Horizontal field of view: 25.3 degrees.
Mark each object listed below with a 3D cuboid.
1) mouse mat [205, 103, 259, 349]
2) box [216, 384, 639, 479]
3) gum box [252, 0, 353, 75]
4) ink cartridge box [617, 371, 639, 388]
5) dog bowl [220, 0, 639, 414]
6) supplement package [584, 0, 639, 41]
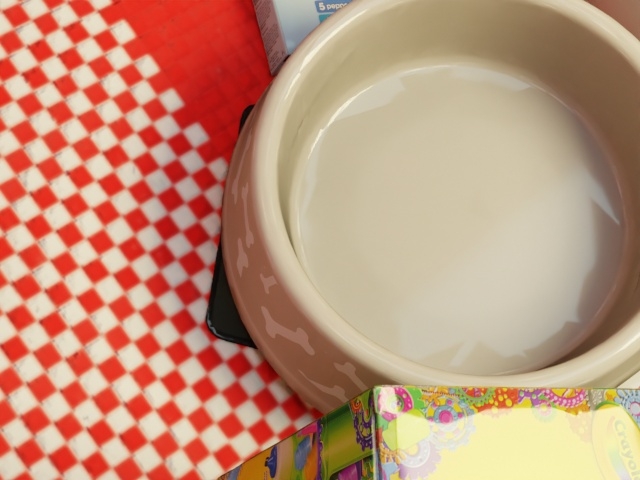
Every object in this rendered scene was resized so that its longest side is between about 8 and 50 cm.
[{"bbox_3d":[0.000,0.000,1.053,0.153,0.007,0.189,16,65,-17],"label":"mouse mat"},{"bbox_3d":[0.066,0.256,0.830,0.177,0.279,0.290,3,71,-22],"label":"box"},{"bbox_3d":[0.016,-0.226,1.123,0.157,0.041,0.184,-8,75,-25],"label":"gum box"},{"bbox_3d":[0.307,0.184,1.038,0.160,0.092,0.219,-15,76,-2],"label":"ink cartridge box"},{"bbox_3d":[0.104,-0.029,0.988,0.349,0.102,0.348,1,71,-3],"label":"dog bowl"},{"bbox_3d":[0.331,-0.177,1.162,0.178,0.175,0.293,-15,78,-28],"label":"supplement package"}]
